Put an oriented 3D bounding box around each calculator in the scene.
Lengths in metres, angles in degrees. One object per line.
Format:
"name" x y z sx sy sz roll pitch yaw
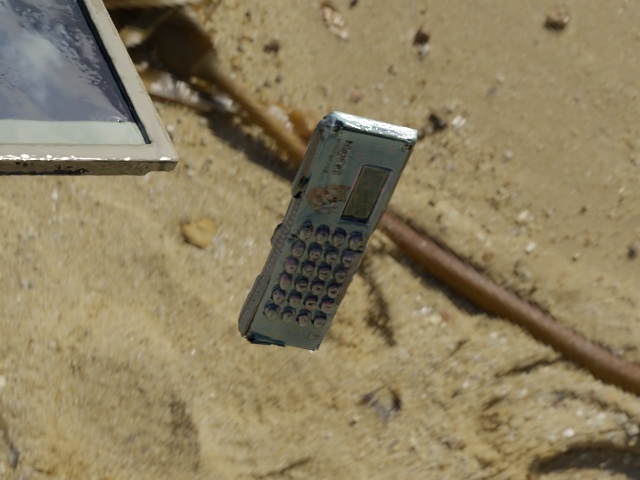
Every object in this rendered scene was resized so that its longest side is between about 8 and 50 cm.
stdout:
"calculator" 0.000 0.000 0.801 0.057 0.172 0.018 10 40 -17

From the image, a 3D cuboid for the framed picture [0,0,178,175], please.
"framed picture" -0.223 -0.139 0.867 0.209 0.019 0.281 -4 49 -35
